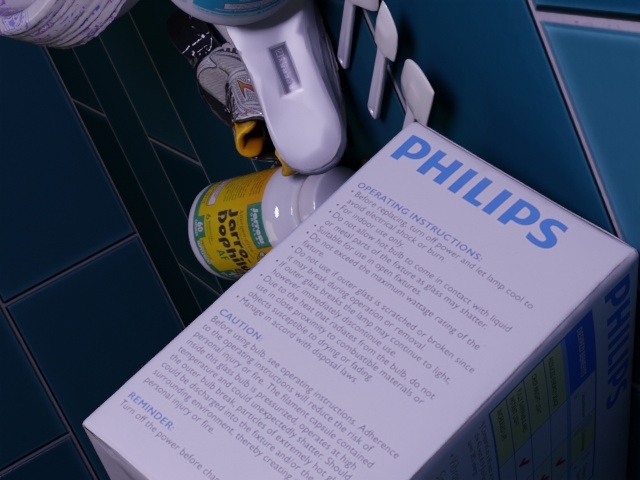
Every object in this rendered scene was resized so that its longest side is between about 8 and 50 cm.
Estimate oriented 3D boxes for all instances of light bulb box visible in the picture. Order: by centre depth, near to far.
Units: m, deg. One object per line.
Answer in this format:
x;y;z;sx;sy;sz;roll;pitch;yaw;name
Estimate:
0.053;0.169;1.240;0.225;0.361;0.358;34;155;29;light bulb box

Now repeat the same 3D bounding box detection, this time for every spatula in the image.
0.055;-0.158;1.384;0.168;0.019;0.242;61;172;13;spatula

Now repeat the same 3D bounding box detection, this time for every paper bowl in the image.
-0.282;-0.358;1.780;0.284;0.148;0.284;-13;72;45;paper bowl

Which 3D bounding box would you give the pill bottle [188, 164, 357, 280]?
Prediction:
-0.041;-0.023;1.703;0.208;0.117;0.118;-10;111;49;pill bottle

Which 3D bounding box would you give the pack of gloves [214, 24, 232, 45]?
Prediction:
-0.106;-0.240;1.765;0.232;0.046;0.195;56;165;22;pack of gloves

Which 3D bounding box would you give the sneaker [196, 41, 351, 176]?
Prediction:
-0.069;-0.142;1.669;0.225;0.092;0.088;36;153;43;sneaker

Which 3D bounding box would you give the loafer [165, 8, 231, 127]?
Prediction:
-0.124;-0.207;1.901;0.170;0.062;0.061;62;-171;12;loafer

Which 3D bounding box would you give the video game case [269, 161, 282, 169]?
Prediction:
0.000;0.000;1.870;0.210;0.042;0.232;60;166;3;video game case

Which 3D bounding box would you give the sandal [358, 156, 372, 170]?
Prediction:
0.094;0.015;1.535;0.090;0.060;0.219;109;144;-64;sandal

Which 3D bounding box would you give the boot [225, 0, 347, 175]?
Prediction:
-0.036;-0.189;1.514;0.123;0.095;0.258;-45;-59;-85;boot

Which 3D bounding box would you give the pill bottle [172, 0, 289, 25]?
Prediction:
-0.067;-0.288;1.297;0.146;0.146;0.264;59;167;7;pill bottle
